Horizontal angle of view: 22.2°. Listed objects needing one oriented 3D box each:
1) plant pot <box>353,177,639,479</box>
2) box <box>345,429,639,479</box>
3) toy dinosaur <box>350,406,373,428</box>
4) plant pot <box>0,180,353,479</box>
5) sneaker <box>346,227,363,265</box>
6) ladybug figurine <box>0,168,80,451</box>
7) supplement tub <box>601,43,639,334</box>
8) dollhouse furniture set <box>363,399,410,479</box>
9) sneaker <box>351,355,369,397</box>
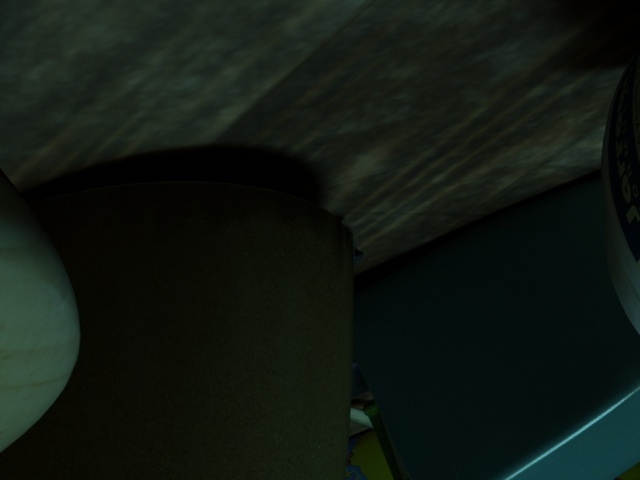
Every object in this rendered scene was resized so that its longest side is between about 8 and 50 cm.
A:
[{"bbox_3d":[0.169,0.063,1.067,0.234,0.165,0.165,-34,155,23],"label":"plant pot"},{"bbox_3d":[0.181,0.289,1.484,0.279,0.290,0.177,-25,159,25],"label":"box"},{"bbox_3d":[-0.056,0.164,1.310,0.268,0.064,0.118,-15,164,-19],"label":"toy dinosaur"},{"bbox_3d":[-0.083,0.131,0.858,0.237,0.254,0.237,-7,156,-3],"label":"plant pot"},{"bbox_3d":[0.000,0.000,0.958,0.035,0.031,0.083,-42,154,-2],"label":"sneaker"},{"bbox_3d":[-0.267,0.006,0.552,0.305,0.161,0.449,-25,158,20],"label":"ladybug figurine"},{"bbox_3d":[0.254,-0.056,0.698,0.235,0.235,0.325,-14,160,-9],"label":"supplement tub"},{"bbox_3d":[-0.016,0.210,1.209,0.302,0.151,0.197,-28,159,22],"label":"dollhouse furniture set"},{"bbox_3d":[-0.080,0.164,1.173,0.319,0.131,0.112,-25,159,21],"label":"sneaker"}]
